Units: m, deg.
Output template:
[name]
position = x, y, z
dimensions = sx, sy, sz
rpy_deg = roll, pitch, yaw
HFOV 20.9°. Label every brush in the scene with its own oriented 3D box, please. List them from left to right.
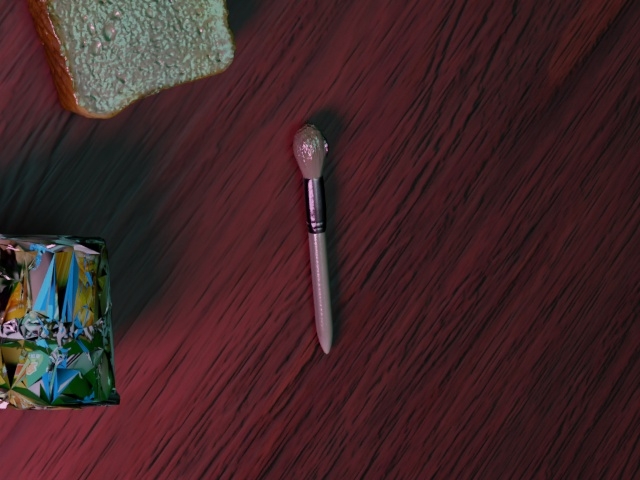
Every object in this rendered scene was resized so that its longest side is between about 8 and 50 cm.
[brush]
position = 0.000, 0.000, 2.135
dimensions = 0.042, 0.039, 0.299
rpy_deg = -16, 110, -28

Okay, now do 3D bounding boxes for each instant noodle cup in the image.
[instant noodle cup]
position = -0.323, 0.081, 1.866
dimensions = 0.240, 0.240, 0.178
rpy_deg = 2, 91, -31

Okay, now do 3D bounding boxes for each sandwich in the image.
[sandwich]
position = -0.209, -0.247, 1.937
dimensions = 0.214, 0.065, 0.186
rpy_deg = -23, 112, -24
